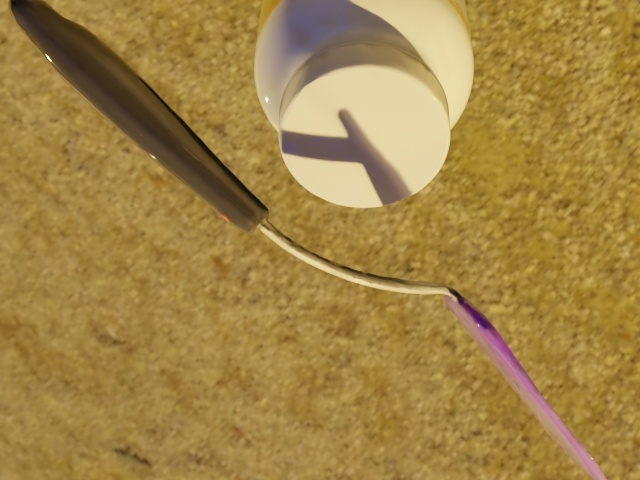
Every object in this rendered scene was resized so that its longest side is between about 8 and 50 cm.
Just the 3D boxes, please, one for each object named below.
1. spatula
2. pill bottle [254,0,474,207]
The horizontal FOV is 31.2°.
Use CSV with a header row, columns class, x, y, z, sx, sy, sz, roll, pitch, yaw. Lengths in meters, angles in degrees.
class,x,y,z,sx,sy,sz,roll,pitch,yaw
spatula,0.000,0.000,0.443,0.296,0.030,0.084,36,-179,-5
pill bottle,0.021,-0.100,0.560,0.103,0.184,0.103,1,129,1
